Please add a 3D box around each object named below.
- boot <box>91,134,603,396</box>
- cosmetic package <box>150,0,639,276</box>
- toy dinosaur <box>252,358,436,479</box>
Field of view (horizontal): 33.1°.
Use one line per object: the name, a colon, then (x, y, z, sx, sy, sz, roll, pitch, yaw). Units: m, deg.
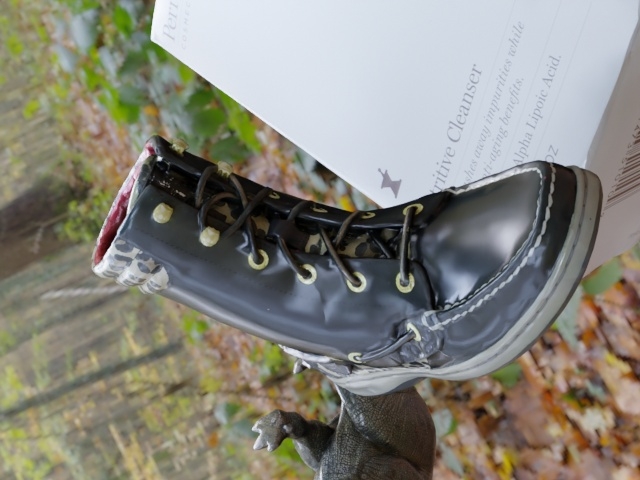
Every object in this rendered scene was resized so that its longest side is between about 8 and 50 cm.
boot: (-0.001, 0.002, 0.515, 0.179, 0.085, 0.236, 24, 152, -17)
cosmetic package: (0.065, -0.159, 0.744, 0.385, 0.156, 0.217, 35, 128, 30)
toy dinosaur: (0.032, 0.167, 0.785, 0.160, 0.121, 0.313, 33, -140, -39)
